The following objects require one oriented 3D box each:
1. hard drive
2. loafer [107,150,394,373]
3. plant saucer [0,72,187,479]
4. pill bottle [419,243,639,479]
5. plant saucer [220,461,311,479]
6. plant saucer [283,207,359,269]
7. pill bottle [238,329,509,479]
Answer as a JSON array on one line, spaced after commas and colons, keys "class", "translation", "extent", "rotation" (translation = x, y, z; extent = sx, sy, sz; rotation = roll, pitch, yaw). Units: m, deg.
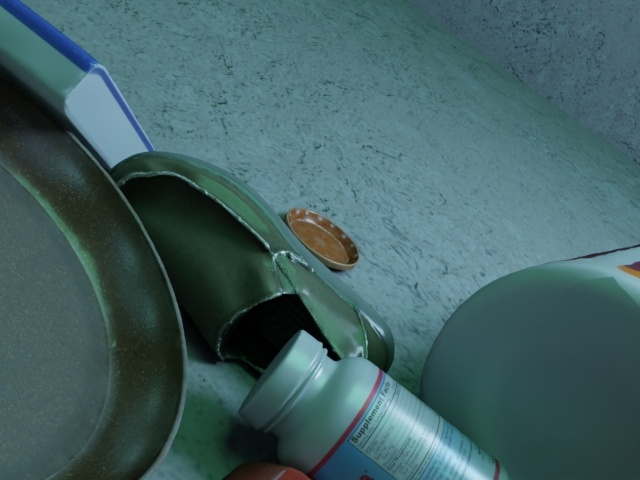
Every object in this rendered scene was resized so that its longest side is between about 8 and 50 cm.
[{"class": "hard drive", "translation": [-0.272, -0.174, 0.646], "extent": [0.318, 0.040, 0.210], "rotation": [38, -9, 6]}, {"class": "loafer", "translation": [-0.055, 0.029, 0.615], "extent": [0.251, 0.094, 0.087], "rotation": [35, 20, 0]}, {"class": "plant saucer", "translation": [-0.197, 0.009, 0.443], "extent": [0.310, 0.050, 0.311], "rotation": [45, 23, -25]}, {"class": "pill bottle", "translation": [0.265, 0.117, 0.712], "extent": [0.224, 0.224, 0.392], "rotation": [47, 27, 24]}, {"class": "plant saucer", "translation": [0.007, 0.228, 0.393], "extent": [0.259, 0.048, 0.258], "rotation": [42, 25, 12]}, {"class": "plant saucer", "translation": [0.000, 0.000, 0.835], "extent": [0.083, 0.013, 0.083], "rotation": [29, 25, -15]}, {"class": "pill bottle", "translation": [0.031, 0.130, 0.542], "extent": [0.160, 0.087, 0.087], "rotation": [38, 24, -2]}]
